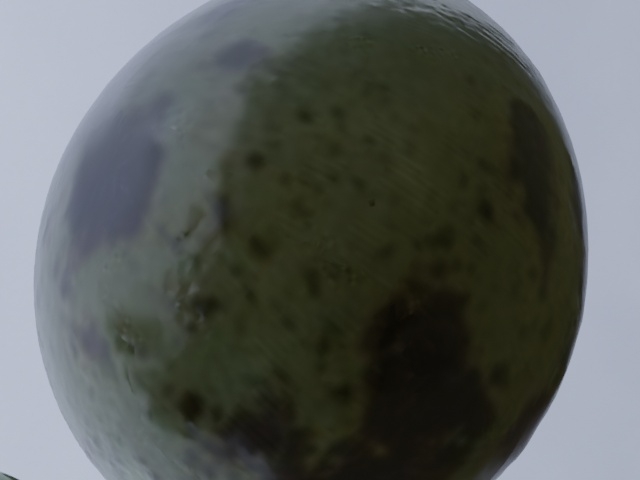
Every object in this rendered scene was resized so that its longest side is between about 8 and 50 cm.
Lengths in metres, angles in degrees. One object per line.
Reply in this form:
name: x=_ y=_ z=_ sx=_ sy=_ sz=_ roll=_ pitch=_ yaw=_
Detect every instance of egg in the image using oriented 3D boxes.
egg: x=0.000 y=0.000 z=1.020 sx=0.345 sy=0.345 sz=0.428 roll=55 pitch=-143 yaw=-38

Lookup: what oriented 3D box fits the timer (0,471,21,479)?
timer: x=-0.225 y=0.169 z=0.643 sx=0.291 sy=0.290 sz=0.315 roll=-62 pitch=-41 yaw=-37
